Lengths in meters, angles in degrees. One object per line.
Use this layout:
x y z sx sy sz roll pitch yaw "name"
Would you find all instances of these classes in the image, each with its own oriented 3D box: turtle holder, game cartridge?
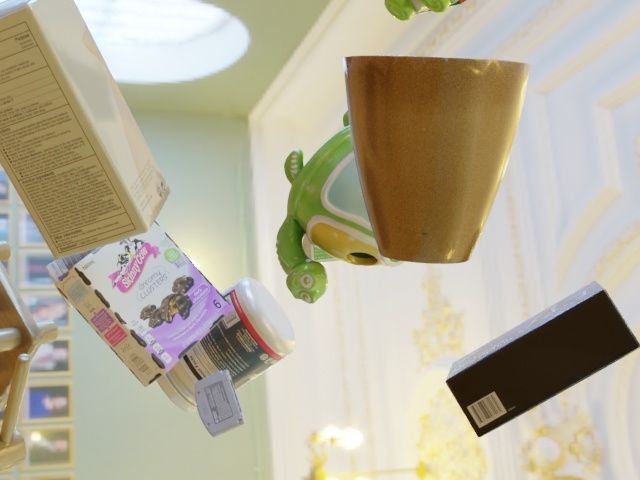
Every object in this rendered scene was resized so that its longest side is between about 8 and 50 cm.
0.061 -0.060 1.760 0.227 0.320 0.243 45 -30 29 "turtle holder"
-0.138 0.220 1.369 0.017 0.056 0.083 68 0 -59 "game cartridge"

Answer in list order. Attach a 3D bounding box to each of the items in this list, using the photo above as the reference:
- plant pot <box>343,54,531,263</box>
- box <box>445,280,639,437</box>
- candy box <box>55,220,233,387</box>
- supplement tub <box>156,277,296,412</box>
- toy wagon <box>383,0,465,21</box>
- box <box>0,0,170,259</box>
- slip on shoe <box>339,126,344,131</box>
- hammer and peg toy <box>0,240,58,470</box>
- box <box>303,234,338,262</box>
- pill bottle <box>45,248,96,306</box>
0.140 -0.104 1.309 0.237 0.237 0.254 -157 -111 -68 "plant pot"
0.325 0.171 1.509 0.103 0.261 0.184 59 10 7 "box"
-0.251 0.082 1.467 0.196 0.165 0.070 48 -44 -3 "candy box"
-0.207 0.222 2.159 0.191 0.272 0.191 54 10 -13 "supplement tub"
0.219 -0.484 1.733 0.267 0.068 0.344 -51 -159 -12 "toy wagon"
-0.326 -0.147 1.273 0.121 0.148 0.311 -74 146 -60 "box"
0.119 -0.263 2.418 0.331 0.123 0.101 131 -29 -55 "slip on shoe"
-0.546 0.184 1.709 0.361 0.127 0.266 52 -56 24 "hammer and peg toy"
0.000 0.000 2.048 0.102 0.101 0.087 -1 -86 63 "box"
-0.363 0.041 1.638 0.078 0.137 0.078 54 -14 20 "pill bottle"
